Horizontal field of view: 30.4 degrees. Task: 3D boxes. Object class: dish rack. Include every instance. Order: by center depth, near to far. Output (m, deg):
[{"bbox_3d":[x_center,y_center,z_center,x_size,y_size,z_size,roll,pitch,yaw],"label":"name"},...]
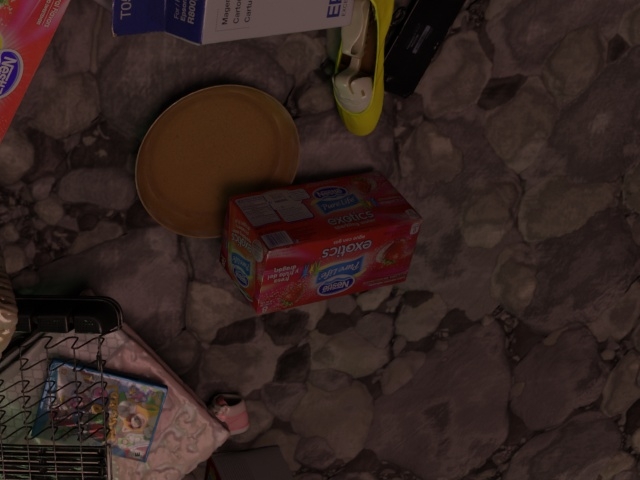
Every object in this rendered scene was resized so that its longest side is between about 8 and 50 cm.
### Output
[{"bbox_3d":[-0.374,0.213,1.595,0.208,0.074,0.272,1,101,7],"label":"dish rack"}]

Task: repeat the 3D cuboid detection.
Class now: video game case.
[{"bbox_3d":[-0.311,0.240,1.656,0.166,0.015,0.119,16,102,-11],"label":"video game case"}]

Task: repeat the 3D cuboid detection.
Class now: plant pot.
[{"bbox_3d":[-0.144,-0.112,1.621,0.236,0.032,0.236,-12,124,-18],"label":"plant pot"}]

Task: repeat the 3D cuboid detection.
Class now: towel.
[{"bbox_3d":[-0.351,0.280,1.697,0.332,0.053,0.317,-40,107,4],"label":"towel"}]

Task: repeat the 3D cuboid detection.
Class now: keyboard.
[{"bbox_3d":[0.124,-0.289,1.638,0.108,0.023,0.180,14,113,-39],"label":"keyboard"}]

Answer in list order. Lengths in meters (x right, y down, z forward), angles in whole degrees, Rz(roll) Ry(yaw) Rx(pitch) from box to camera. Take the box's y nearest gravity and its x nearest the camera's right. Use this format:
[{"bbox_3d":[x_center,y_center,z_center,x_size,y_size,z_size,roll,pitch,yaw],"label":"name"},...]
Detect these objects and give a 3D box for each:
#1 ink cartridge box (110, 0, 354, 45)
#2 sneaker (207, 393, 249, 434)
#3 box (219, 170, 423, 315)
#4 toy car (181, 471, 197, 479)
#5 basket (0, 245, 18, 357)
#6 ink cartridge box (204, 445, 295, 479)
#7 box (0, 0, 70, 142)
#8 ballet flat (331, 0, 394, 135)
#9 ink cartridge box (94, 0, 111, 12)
[{"bbox_3d":[-0.082,-0.397,1.376,0.330,0.071,0.324,-17,126,-38],"label":"ink cartridge box"},{"bbox_3d":[-0.177,0.280,1.850,0.134,0.051,0.070,-14,124,-21],"label":"sneaker"},{"bbox_3d":[0.000,0.000,1.672,0.256,0.128,0.123,-12,134,-29],"label":"box"},{"bbox_3d":[-0.275,0.397,1.831,0.182,0.159,0.136,-63,168,-1],"label":"toy car"},{"bbox_3d":[-0.576,0.109,1.413,0.331,0.266,0.328,18,111,-35],"label":"basket"},{"bbox_3d":[-0.093,0.539,1.892,0.130,0.309,0.272,-3,122,-23],"label":"ink cartridge box"},{"bbox_3d":[-0.392,-0.238,1.304,0.154,0.142,0.300,15,129,-31],"label":"box"},{"bbox_3d":[0.049,-0.244,1.590,0.077,0.077,0.231,-37,141,-55],"label":"ballet flat"},{"bbox_3d":[-0.275,-0.400,1.350,0.311,0.065,0.186,32,103,-40],"label":"ink cartridge box"}]
